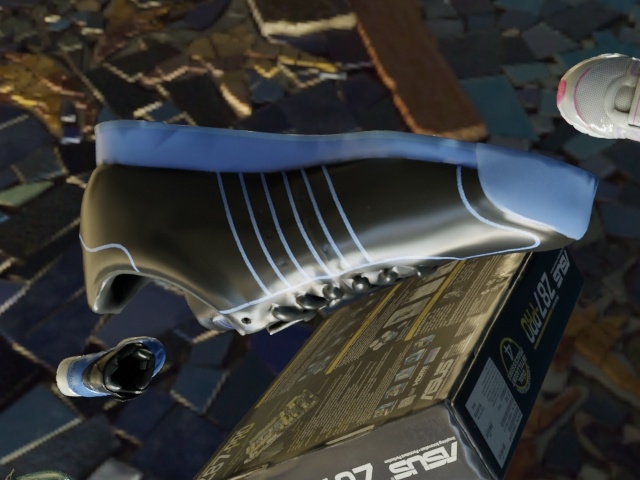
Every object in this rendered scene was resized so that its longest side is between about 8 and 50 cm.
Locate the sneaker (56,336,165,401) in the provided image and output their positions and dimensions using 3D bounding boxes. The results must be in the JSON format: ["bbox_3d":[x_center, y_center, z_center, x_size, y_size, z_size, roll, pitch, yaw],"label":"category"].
[{"bbox_3d":[-0.195,0.134,1.069,0.152,0.084,0.058,-3,89,-58],"label":"sneaker"}]

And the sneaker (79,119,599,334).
[{"bbox_3d":[0.000,0.000,0.444,0.081,0.232,0.090,12,83,-69],"label":"sneaker"}]

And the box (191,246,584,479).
[{"bbox_3d":[0.074,0.140,1.013,0.097,0.318,0.395,60,31,-10],"label":"box"}]

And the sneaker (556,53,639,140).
[{"bbox_3d":[0.399,-0.158,1.154,0.111,0.252,0.103,-114,-150,-82],"label":"sneaker"}]

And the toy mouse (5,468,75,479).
[{"bbox_3d":[-0.171,0.170,0.590,0.161,0.143,0.031,87,-19,-49],"label":"toy mouse"}]
